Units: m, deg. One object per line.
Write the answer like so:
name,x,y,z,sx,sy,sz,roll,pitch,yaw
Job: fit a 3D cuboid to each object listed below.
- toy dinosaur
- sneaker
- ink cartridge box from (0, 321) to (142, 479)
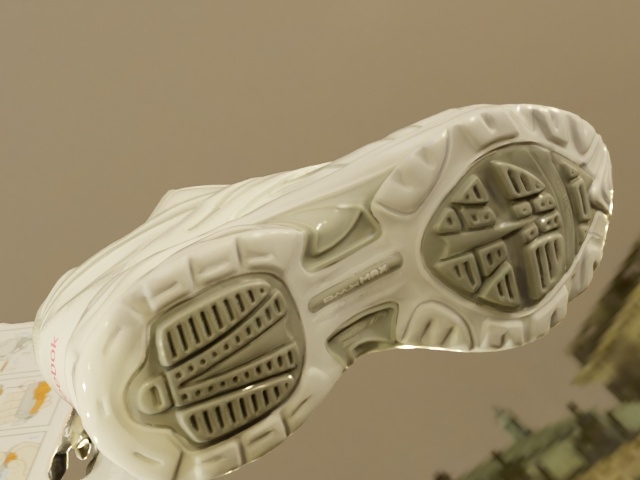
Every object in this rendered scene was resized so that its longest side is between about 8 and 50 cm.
toy dinosaur,-0.179,0.158,1.133,0.268,0.064,0.118,163,121,-76
sneaker,0.000,0.000,0.532,0.232,0.115,0.090,-18,-69,-29
ink cartridge box,-0.274,0.165,0.909,0.385,0.308,0.091,-8,-66,7
